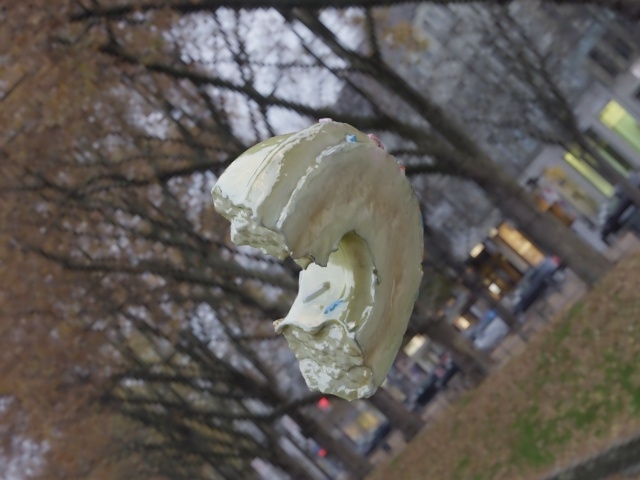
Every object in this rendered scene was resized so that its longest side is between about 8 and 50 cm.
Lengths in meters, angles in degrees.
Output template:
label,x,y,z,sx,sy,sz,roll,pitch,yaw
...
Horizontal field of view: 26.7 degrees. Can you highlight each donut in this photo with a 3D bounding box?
label,x,y,z,sx,sy,sz,roll,pitch,yaw
donut,0.003,-0.001,0.724,0.108,0.065,0.166,-60,-39,-30
